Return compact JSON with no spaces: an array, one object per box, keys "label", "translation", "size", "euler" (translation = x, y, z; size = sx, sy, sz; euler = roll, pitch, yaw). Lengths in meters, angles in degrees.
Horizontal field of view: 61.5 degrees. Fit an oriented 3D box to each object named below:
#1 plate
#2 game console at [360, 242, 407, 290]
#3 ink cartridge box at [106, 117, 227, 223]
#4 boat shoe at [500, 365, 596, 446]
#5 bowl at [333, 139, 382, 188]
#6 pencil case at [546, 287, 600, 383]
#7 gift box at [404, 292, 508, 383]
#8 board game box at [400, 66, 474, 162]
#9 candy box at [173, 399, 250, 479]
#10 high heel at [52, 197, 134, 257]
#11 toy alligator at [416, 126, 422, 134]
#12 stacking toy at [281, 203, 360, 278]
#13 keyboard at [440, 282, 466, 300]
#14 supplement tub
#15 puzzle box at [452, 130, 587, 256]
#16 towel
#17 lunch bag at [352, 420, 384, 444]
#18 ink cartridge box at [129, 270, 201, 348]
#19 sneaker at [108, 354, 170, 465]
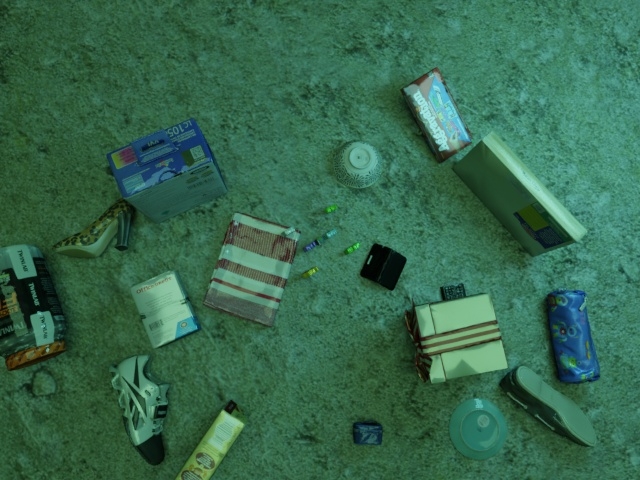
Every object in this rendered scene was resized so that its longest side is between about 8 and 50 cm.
[{"label":"plate","translation":[0.501,0.597,1.699],"size":[0.187,0.024,0.188],"euler":[0,82,-1]},{"label":"game console","translation":[0.207,0.087,1.768],"size":[0.107,0.071,0.122],"euler":[20,79,31]},{"label":"ink cartridge box","translation":[-0.442,-0.203,1.588],"size":[0.269,0.395,0.151],"euler":[-24,83,-6]},{"label":"boat shoe","translation":[0.716,0.528,1.696],"size":[0.335,0.095,0.112],"euler":[42,46,0]},{"label":"bowl","translation":[0.128,-0.264,1.783],"size":[0.169,0.080,0.170],"euler":[0,82,-2]},{"label":"pencil case","translation":[0.804,0.299,1.704],"size":[0.119,0.133,0.307],"euler":[-2,82,-28]},{"label":"gift box","translation":[0.393,0.277,1.605],"size":[0.257,0.276,0.256],"euler":[-14,77,11]},{"label":"board game box","translation":[0.393,-0.417,1.798],"size":[0.145,0.027,0.281],"euler":[-33,104,-6]},{"label":"candy box","translation":[-0.334,0.636,1.575],"size":[0.087,0.183,0.317],"euler":[34,81,3]},{"label":"high heel","translation":[-0.725,-0.044,1.726],"size":[0.260,0.093,0.187],"euler":[-6,63,6]},{"label":"toy alligator","translation":[0.366,-0.447,1.839],"size":[0.051,0.056,0.190],"euler":[13,87,-44]},{"label":"stacking toy","translation":[0.000,0.000,1.747],"size":[0.221,0.052,0.167],"euler":[-30,91,-18]},{"label":"keyboard","translation":[0.435,0.234,1.751],"size":[0.108,0.023,0.180],"euler":[-10,81,-4]},{"label":"supplement tub","translation":[-0.894,0.199,1.604],"size":[0.207,0.207,0.338],"euler":[-22,83,-6]},{"label":"puzzle box","translation":[0.609,-0.134,1.690],"size":[0.052,0.272,0.409],"euler":[-40,86,-12]},{"label":"towel","translation":[-0.219,0.089,1.737],"size":[0.236,0.037,0.329],"euler":[17,81,-1]},{"label":"lunch bag","translation":[0.150,0.592,1.661],"size":[0.098,0.067,0.065],"euler":[2,82,-3]},{"label":"ink cartridge box","translation":[-0.482,0.215,1.680],"size":[0.148,0.086,0.203],"euler":[-23,82,-5]},{"label":"sneaker","translation":[-0.513,0.502,1.618],"size":[0.146,0.122,0.331],"euler":[-22,84,-4]}]
